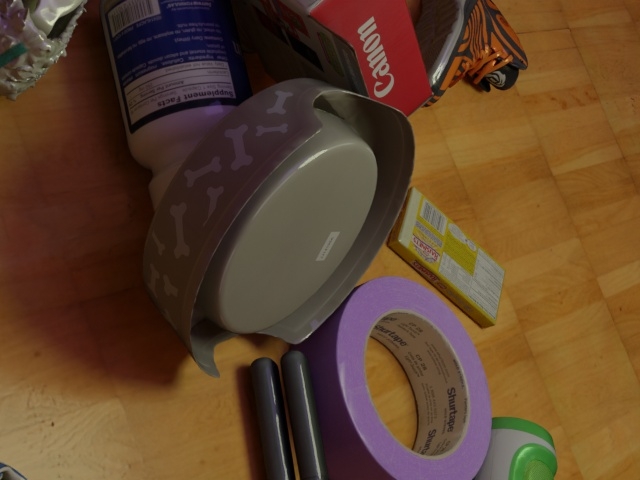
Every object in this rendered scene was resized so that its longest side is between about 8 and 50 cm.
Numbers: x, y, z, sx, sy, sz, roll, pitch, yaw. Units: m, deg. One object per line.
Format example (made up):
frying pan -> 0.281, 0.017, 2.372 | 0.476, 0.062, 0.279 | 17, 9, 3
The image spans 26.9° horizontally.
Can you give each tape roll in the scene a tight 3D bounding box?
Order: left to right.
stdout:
tape roll -> 0.089, 0.186, 1.647 | 0.275, 0.090, 0.275 | 24, 53, -37

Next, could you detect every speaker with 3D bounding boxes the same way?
speaker -> 0.224, 0.373, 1.665 | 0.131, 0.131, 0.296 | 37, 47, -28

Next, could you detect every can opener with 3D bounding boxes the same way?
can opener -> -0.025, 0.267, 1.513 | 0.093, 0.074, 0.280 | 47, 30, -74

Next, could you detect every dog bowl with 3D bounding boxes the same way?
dog bowl -> -0.047, -0.020, 1.445 | 0.102, 0.349, 0.349 | 38, 33, 24

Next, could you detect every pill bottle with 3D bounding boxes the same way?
pill bottle -> -0.155, -0.167, 1.523 | 0.153, 0.153, 0.264 | 1, 70, -46

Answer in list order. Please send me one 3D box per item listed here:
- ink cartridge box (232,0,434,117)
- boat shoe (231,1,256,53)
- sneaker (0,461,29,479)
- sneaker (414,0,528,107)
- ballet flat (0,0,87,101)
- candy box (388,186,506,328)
ink cartridge box -> 0.022, -0.248, 1.571 | 0.272, 0.130, 0.309 | 43, -9, 28
boat shoe -> -0.114, -0.334, 1.714 | 0.068, 0.072, 0.190 | -32, 95, -49
sneaker -> -0.328, 0.212, 1.196 | 0.211, 0.081, 0.080 | 29, 53, -32
sneaker -> 0.227, -0.273, 2.005 | 0.180, 0.124, 0.321 | 44, 44, -21
ballet flat -> -0.279, -0.321, 1.488 | 0.147, 0.147, 0.409 | 37, 46, -28
candy box -> 0.181, 0.025, 1.875 | 0.206, 0.027, 0.105 | 40, 48, -25
